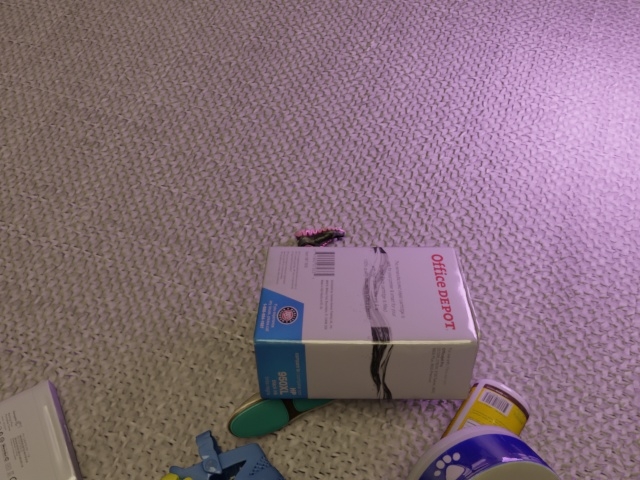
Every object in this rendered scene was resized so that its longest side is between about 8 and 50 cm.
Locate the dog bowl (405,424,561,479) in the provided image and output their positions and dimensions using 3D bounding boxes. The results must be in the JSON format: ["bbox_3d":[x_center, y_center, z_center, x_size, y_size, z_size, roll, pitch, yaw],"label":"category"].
[{"bbox_3d":[0.269,0.449,0.988,0.265,0.264,0.104,-22,19,-11],"label":"dog bowl"}]

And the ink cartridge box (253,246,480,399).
[{"bbox_3d":[0.084,0.155,1.180,0.395,0.166,0.285,0,36,2],"label":"ink cartridge box"}]

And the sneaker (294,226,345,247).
[{"bbox_3d":[0.000,0.000,1.404,0.120,0.047,0.057,-7,81,-1],"label":"sneaker"}]

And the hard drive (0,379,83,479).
[{"bbox_3d":[-0.660,0.451,1.146,0.353,0.047,0.233,-25,62,-13],"label":"hard drive"}]

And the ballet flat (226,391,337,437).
[{"bbox_3d":[-0.069,0.318,1.192,0.249,0.086,0.086,-16,60,-12],"label":"ballet flat"}]

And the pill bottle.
[{"bbox_3d":[0.292,0.375,1.117,0.117,0.117,0.215,32,65,19],"label":"pill bottle"}]

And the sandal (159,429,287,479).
[{"bbox_3d":[-0.134,0.435,1.098,0.318,0.126,0.138,11,56,7],"label":"sandal"}]
